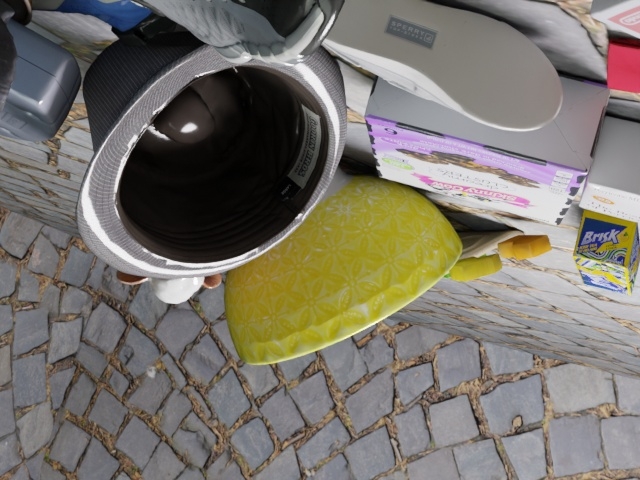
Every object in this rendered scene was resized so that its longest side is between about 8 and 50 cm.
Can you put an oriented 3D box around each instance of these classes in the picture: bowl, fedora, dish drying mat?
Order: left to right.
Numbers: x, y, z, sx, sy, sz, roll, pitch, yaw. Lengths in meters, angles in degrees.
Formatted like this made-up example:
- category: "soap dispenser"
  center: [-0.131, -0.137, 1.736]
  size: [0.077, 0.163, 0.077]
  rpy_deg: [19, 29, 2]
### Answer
- category: "fedora"
  center: [-0.106, -0.091, 0.988]
  size: [0.124, 0.244, 0.275]
  rpy_deg: [46, -164, 33]
- category: "bowl"
  center: [0.000, 0.000, 1.354]
  size: [0.156, 0.289, 0.289]
  rpy_deg: [63, 158, -12]
- category: "dish drying mat"
  center: [0.203, -0.113, 0.780]
  size: [0.032, 0.008, 0.083]
  rpy_deg: [14, 171, 15]

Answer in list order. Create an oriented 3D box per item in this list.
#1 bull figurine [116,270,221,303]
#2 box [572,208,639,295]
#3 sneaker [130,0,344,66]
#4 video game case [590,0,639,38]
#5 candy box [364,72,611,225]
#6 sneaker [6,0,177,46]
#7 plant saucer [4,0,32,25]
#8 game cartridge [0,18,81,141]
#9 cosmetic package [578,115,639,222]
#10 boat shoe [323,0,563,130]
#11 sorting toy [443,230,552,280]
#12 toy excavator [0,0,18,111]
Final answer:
- category: "bull figurine"
  center: [-0.138, -0.043, 1.213]
  size: [0.101, 0.188, 0.310]
  rpy_deg: [7, -177, -3]
- category: "box"
  center: [0.313, 0.015, 1.301]
  size: [0.059, 0.054, 0.169]
  rpy_deg: [13, 171, 18]
- category: "sneaker"
  center: [-0.070, -0.163, 0.725]
  size: [0.132, 0.086, 0.228]
  rpy_deg: [22, 172, -20]
- category: "video game case"
  center: [0.312, -0.095, 0.618]
  size: [0.285, 0.025, 0.204]
  rpy_deg: [19, 172, -18]
- category: "candy box"
  center: [0.126, -0.081, 0.936]
  size: [0.164, 0.070, 0.196]
  rpy_deg: [15, 172, 8]
- category: "sneaker"
  center: [-0.168, -0.180, 0.896]
  size: [0.152, 0.058, 0.084]
  rpy_deg: [3, 158, 35]
- category: "plant saucer"
  center: [-0.277, -0.219, 0.818]
  size: [0.198, 0.036, 0.198]
  rpy_deg: [26, 166, 7]
- category: "game cartridge"
  center: [-0.290, -0.146, 0.940]
  size: [0.198, 0.062, 0.297]
  rpy_deg: [24, 173, -19]
- category: "cosmetic package"
  center: [0.325, -0.030, 0.923]
  size: [0.239, 0.060, 0.099]
  rpy_deg: [15, 171, 11]
- category: "boat shoe"
  center: [0.071, -0.123, 0.798]
  size: [0.184, 0.066, 0.063]
  rpy_deg: [16, -177, -7]
- category: "sorting toy"
  center: [0.137, 0.038, 1.468]
  size: [0.229, 0.041, 0.307]
  rpy_deg: [-21, -171, -23]
- category: "toy excavator"
  center: [-0.400, -0.163, 0.724]
  size: [0.433, 0.445, 0.222]
  rpy_deg: [-38, 139, 27]
